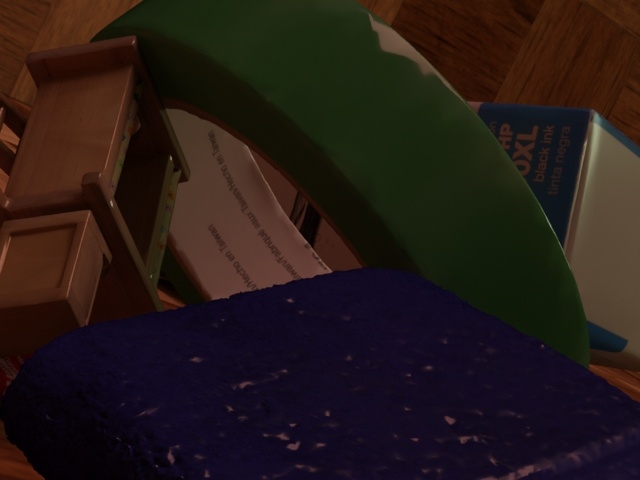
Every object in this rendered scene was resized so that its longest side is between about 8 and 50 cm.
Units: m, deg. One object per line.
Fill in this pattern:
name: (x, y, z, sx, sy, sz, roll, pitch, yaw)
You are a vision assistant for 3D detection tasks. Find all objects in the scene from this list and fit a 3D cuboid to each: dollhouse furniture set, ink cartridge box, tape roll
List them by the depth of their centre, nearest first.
dollhouse furniture set: (-0.160, 0.008, 0.738, 0.161, 0.182, 0.101, -8, -48, 13)
tape roll: (0.000, 0.000, 0.843, 0.321, 0.077, 0.321, 40, -24, 22)
ink cartridge box: (0.084, -0.009, 1.310, 0.395, 0.166, 0.285, 7, -9, 31)

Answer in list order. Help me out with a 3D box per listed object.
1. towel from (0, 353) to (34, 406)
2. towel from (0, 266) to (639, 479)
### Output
towel: (-0.204, 0.023, 0.736, 0.275, 0.031, 0.199, 25, 4, -23)
towel: (0.058, 0.113, 0.536, 0.227, 0.076, 0.308, -10, 31, -43)
